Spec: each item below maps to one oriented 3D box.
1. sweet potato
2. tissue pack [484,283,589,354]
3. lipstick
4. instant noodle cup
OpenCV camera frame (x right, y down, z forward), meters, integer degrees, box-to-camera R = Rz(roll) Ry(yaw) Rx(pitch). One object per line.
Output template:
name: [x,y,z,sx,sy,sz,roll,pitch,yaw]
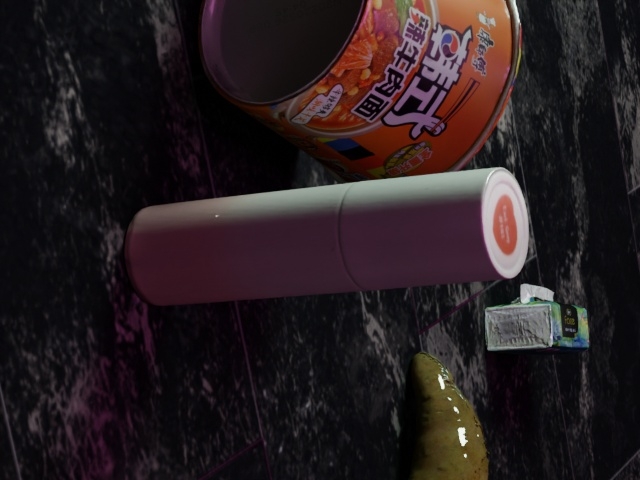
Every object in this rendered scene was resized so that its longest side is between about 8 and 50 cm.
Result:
sweet potato: [0.110,0.260,1.874,0.124,0.098,0.310,53,39,-32]
tissue pack: [0.249,0.092,2.141,0.111,0.085,0.079,9,77,-58]
lipstick: [0.000,0.000,1.485,0.087,0.327,0.087,17,71,-58]
instant noodle cup: [0.026,-0.182,1.660,0.192,0.250,0.250,24,66,-48]
